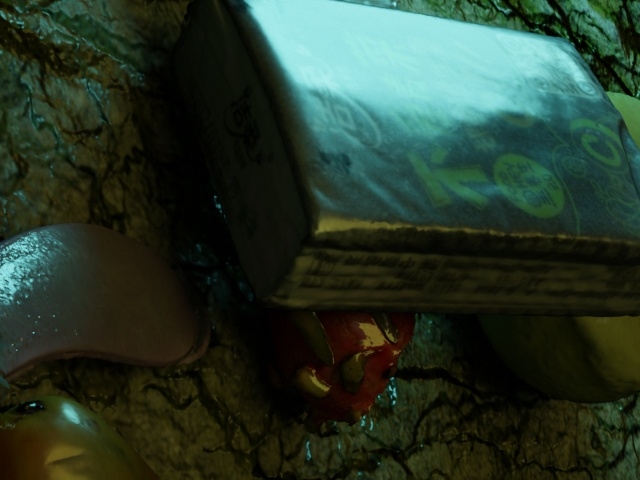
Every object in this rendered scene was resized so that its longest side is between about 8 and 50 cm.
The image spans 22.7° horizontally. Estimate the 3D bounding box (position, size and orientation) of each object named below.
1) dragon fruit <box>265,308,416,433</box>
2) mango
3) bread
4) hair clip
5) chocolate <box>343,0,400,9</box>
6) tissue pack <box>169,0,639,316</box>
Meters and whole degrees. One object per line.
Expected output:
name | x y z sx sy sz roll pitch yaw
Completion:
dragon fruit | 0.010 0.057 1.363 0.150 0.133 0.208 -1 72 -51
mango | -0.156 0.215 1.096 0.253 0.113 0.138 58 44 -35
bread | 0.276 0.009 1.655 0.320 0.237 0.320 15 64 -33
hair clip | -0.192 0.053 1.149 0.358 0.110 0.096 -20 133 -58
chocolate | -0.039 -0.286 1.467 0.261 0.083 0.161 40 45 -18
tissue pack | 0.095 -0.074 1.358 0.394 0.124 0.288 3 46 -33
